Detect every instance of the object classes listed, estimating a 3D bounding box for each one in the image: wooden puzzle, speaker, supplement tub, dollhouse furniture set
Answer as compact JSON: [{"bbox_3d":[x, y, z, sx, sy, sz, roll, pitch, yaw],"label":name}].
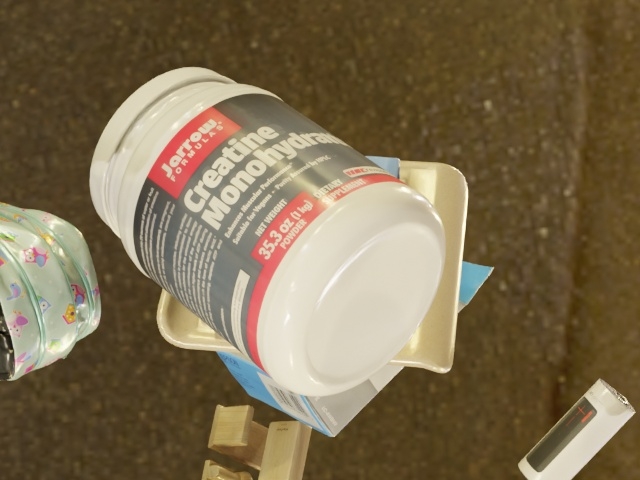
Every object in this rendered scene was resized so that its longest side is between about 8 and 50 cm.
[{"bbox_3d":[0.000,0.000,1.859,0.080,0.348,0.322,94,4,-48],"label":"wooden puzzle"},{"bbox_3d":[0.283,0.218,1.703,0.055,0.136,0.055,41,10,-9],"label":"speaker"},{"bbox_3d":[-0.047,-0.013,1.290,0.191,0.272,0.191,-30,139,-31],"label":"supplement tub"},{"bbox_3d":[-0.051,0.292,1.949,0.123,0.151,0.144,32,60,-41],"label":"dollhouse furniture set"}]

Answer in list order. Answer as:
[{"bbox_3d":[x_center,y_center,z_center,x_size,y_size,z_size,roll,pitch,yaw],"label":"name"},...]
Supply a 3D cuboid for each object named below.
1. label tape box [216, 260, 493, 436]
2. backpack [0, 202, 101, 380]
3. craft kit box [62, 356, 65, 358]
[{"bbox_3d":[0.049,0.105,2.254,0.347,0.249,0.115,-45,118,-17],"label":"label tape box"},{"bbox_3d":[-0.251,0.034,1.146,0.115,0.182,0.152,-33,118,-35],"label":"backpack"},{"bbox_3d":[-0.419,0.021,1.719,0.250,0.061,0.246,19,23,-44],"label":"craft kit box"}]
